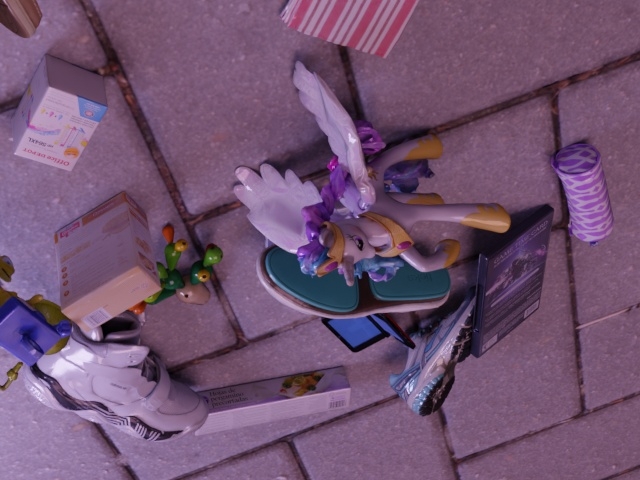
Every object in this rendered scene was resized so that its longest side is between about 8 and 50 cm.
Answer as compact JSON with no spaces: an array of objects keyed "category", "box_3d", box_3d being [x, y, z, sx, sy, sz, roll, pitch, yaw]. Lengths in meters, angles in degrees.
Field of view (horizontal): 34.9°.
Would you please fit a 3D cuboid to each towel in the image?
[{"category":"towel","box_3d":[0.053,-0.358,1.515,0.197,0.029,0.144,12,126,-31]}]

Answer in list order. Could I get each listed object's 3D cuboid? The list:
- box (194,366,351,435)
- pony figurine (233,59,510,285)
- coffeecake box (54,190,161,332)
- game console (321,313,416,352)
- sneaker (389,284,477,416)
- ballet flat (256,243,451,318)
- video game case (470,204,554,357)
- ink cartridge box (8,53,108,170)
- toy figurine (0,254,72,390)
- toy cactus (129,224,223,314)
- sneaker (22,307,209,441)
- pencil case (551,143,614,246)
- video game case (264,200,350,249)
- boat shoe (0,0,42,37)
[{"category":"box","box_3d":[-0.100,0.322,2.050,0.324,0.063,0.067,-9,132,-12]},{"category":"pony figurine","box_3d":[0.065,-0.076,1.597,0.363,0.351,0.302,-10,140,-37]},{"category":"coffeecake box","box_3d":[-0.340,0.031,1.614,0.142,0.185,0.068,-30,133,9]},{"category":"game console","box_3d":[0.095,0.180,1.981,0.085,0.124,0.144,-51,133,-8]},{"category":"sneaker","box_3d":[0.230,0.202,2.030,0.283,0.122,0.110,-59,149,3]},{"category":"ballet flat","box_3d":[0.048,0.086,1.824,0.400,0.139,0.139,4,129,-30]},{"category":"video game case","box_3d":[0.369,0.082,1.968,0.196,0.026,0.274,-34,140,-29]},{"category":"ink cartridge box","box_3d":[-0.383,-0.176,1.477,0.092,0.090,0.143,18,122,-32]},{"category":"toy figurine","box_3d":[-0.471,0.145,1.516,0.191,0.217,0.362,-49,141,-13]},{"category":"toy cactus","box_3d":[-0.253,0.067,1.757,0.219,0.112,0.180,-34,152,9]},{"category":"sneaker","box_3d":[-0.327,0.235,1.837,0.366,0.137,0.210,23,123,-30]},{"category":"pencil case","box_3d":[0.487,-0.086,1.882,0.088,0.086,0.206,-4,137,21]},{"category":"video game case","box_3d":[0.000,0.000,1.799,0.201,0.023,0.183,-10,144,-11]},{"category":"boat shoe","box_3d":[-0.413,-0.392,1.248,0.098,0.109,0.302,-43,128,-24]}]
